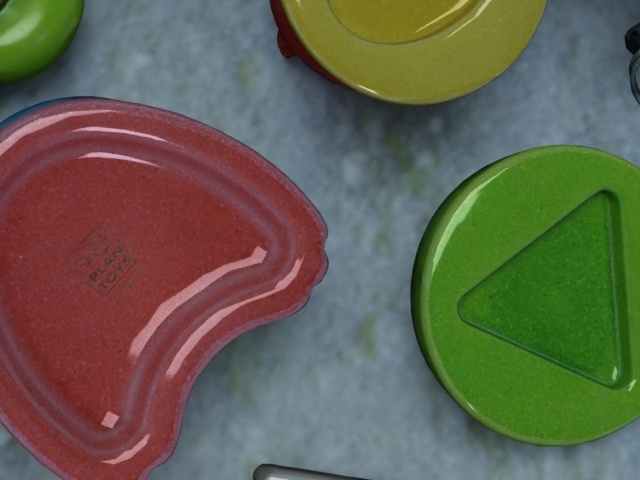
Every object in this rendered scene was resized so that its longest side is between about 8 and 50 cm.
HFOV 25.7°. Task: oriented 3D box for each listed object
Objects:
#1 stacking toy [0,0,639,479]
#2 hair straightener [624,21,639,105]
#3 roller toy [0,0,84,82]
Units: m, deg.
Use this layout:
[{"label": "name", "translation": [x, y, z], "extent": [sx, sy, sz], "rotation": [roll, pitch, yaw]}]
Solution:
[{"label": "stacking toy", "translation": [0.000, 0.000, 0.638], "extent": [0.309, 0.130, 0.279], "rotation": [-39, 102, -9]}, {"label": "hair straightener", "translation": [0.233, -0.095, 0.642], "extent": [0.230, 0.047, 0.089], "rotation": [-18, 73, -27]}, {"label": "roller toy", "translation": [-0.227, -0.157, 0.640], "extent": [0.209, 0.146, 0.191], "rotation": [-13, 72, -4]}]
